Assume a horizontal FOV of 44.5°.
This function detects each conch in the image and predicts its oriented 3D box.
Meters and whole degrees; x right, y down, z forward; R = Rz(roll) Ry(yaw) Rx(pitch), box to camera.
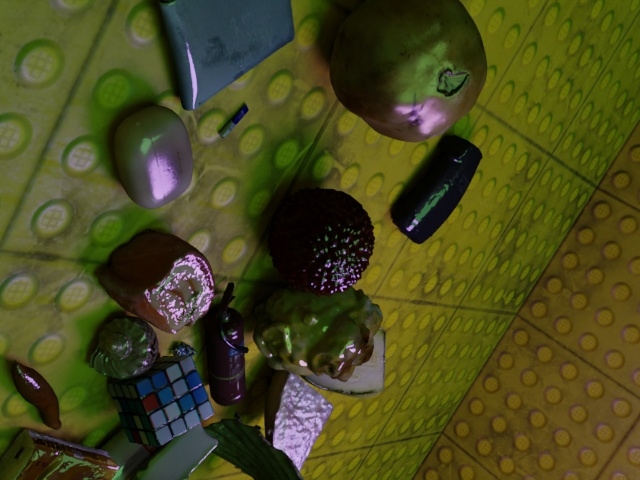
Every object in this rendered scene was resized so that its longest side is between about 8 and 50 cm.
[{"bbox_3d":[-0.418,0.234,1.685,0.155,0.130,0.207,-18,171,5],"label":"conch"}]

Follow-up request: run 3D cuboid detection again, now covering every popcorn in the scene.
[{"bbox_3d":[-0.015,0.224,2.005,0.312,0.312,0.312,-33,143,-30],"label":"popcorn"}]

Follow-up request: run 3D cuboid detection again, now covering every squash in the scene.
[{"bbox_3d":[0.043,0.318,2.241,0.309,0.210,0.234,39,53,-62],"label":"squash"}]

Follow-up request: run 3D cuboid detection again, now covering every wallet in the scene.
[{"bbox_3d":[-0.165,-0.401,1.422,0.290,0.054,0.251,-42,151,-27],"label":"wallet"}]

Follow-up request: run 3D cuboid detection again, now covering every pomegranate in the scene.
[{"bbox_3d":[0.185,-0.378,1.667,0.332,0.332,0.333,-33,143,-30],"label":"pomegranate"}]

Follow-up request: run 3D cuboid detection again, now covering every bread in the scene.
[{"bbox_3d":[-0.321,0.092,1.626,0.190,0.123,0.244,-47,149,-13],"label":"bread"}]

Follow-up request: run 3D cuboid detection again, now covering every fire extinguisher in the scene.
[{"bbox_3d":[-0.228,0.258,1.939,0.142,0.105,0.342,-79,175,-50],"label":"fire extinguisher"}]

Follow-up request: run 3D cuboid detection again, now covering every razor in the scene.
[{"bbox_3d":[0.345,-0.146,2.283,0.327,0.107,0.189,-54,149,1],"label":"razor"}]

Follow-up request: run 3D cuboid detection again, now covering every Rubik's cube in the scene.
[{"bbox_3d":[-0.357,0.355,1.748,0.155,0.154,0.151,-24,98,-39],"label":"Rubik's cube"}]

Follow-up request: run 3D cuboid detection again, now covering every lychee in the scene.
[{"bbox_3d":[0.000,0.000,1.854,0.264,0.300,0.265,-3,114,-7],"label":"lychee"}]

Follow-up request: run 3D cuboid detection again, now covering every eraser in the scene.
[{"bbox_3d":[-0.379,0.557,1.903,0.210,0.092,0.274,-40,177,-32],"label":"eraser"}]

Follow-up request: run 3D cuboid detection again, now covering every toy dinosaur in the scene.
[{"bbox_3d":[-0.328,0.274,1.876,0.047,0.030,0.083,-50,147,-4],"label":"toy dinosaur"}]

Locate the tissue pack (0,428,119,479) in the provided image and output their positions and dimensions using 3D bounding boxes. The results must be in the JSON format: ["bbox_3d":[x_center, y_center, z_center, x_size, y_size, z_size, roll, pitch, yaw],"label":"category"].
[{"bbox_3d":[-0.581,0.517,1.681,0.226,0.092,0.183,34,88,-44],"label":"tissue pack"}]

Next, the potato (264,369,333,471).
[{"bbox_3d":[-0.117,0.505,2.212,0.211,0.189,0.265,38,69,-29],"label":"potato"}]

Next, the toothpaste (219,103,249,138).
[{"bbox_3d":[-0.176,-0.243,1.595,0.083,0.015,0.024,-50,157,-15],"label":"toothpaste"}]

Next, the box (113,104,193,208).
[{"bbox_3d":[-0.306,-0.152,1.440,0.146,0.088,0.200,-35,143,-30],"label":"box"}]

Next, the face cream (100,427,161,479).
[{"bbox_3d":[-0.422,0.468,1.874,0.345,0.102,0.102,-42,147,-15],"label":"face cream"}]

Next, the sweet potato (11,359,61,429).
[{"bbox_3d":[-0.567,0.313,1.581,0.057,0.057,0.265,-39,147,-22],"label":"sweet potato"}]

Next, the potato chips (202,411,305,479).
[{"bbox_3d":[-0.170,0.619,2.092,0.097,0.389,0.373,-43,154,-29],"label":"potato chips"}]
